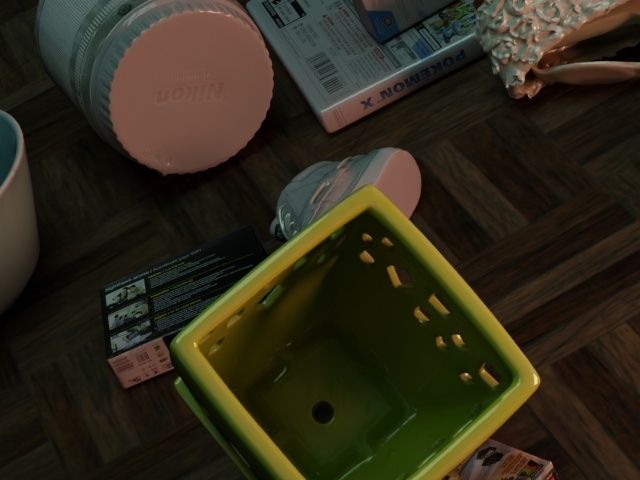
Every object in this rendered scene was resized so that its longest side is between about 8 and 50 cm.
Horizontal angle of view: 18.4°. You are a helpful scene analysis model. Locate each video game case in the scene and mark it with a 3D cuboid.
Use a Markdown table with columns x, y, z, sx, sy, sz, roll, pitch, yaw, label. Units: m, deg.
| x | y | z | sx | sy | sz | roll | pitch | yaw | label |
| --- | --- | --- | --- | --- | --- | --- | --- | --- | --- |
| 0.088 | -0.274 | 2.348 | 0.300 | 0.036 | 0.329 | -27 | 34 | -2 | video game case |

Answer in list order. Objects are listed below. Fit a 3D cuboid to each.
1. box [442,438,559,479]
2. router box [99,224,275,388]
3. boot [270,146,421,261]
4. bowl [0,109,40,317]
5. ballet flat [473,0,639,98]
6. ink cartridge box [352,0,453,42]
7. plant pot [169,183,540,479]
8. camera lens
| x | y | z | sx | sy | sz | roll | pitch | yaw | label |
| --- | --- | --- | --- | --- | --- | --- | --- | --- | --- |
| 0.123 | 0.227 | 1.670 | 0.094 | 0.027 | 0.137 | 19 | 54 | 44 | box |
| -0.135 | 0.066 | 2.031 | 0.179 | 0.046 | 0.133 | -22 | 34 | 5 | router box |
| 0.000 | 0.000 | 2.009 | 0.123 | 0.095 | 0.258 | -7 | 30 | 35 | boot |
| -0.438 | 0.006 | 2.202 | 0.312 | 0.163 | 0.311 | -17 | 36 | 13 | bowl |
| 0.363 | -0.242 | 2.077 | 0.409 | 0.147 | 0.147 | -17 | 35 | 18 | ballet flat |
| 0.096 | -0.298 | 2.261 | 0.122 | 0.088 | 0.052 | -30 | 31 | -7 | ink cartridge box |
| 0.015 | 0.124 | 1.681 | 0.228 | 0.227 | 0.207 | -38 | -6 | -17 | plant pot |
| -0.196 | -0.219 | 2.292 | 0.219 | 0.219 | 0.274 | -32 | 34 | -9 | camera lens |
